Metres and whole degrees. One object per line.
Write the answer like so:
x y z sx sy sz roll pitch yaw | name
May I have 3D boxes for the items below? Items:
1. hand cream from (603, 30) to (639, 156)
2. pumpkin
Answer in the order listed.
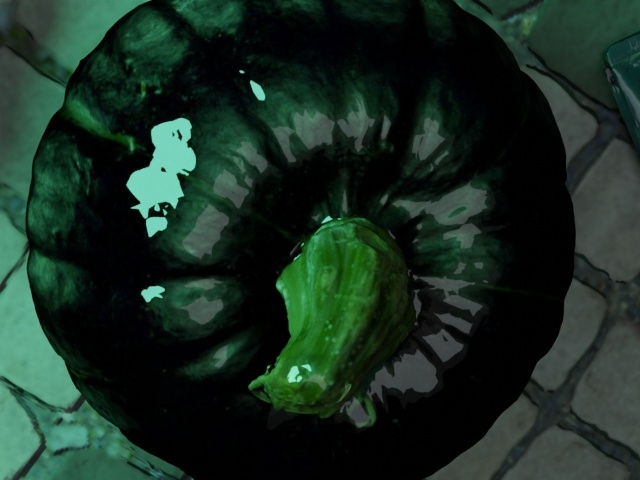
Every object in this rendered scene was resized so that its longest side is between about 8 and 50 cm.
0.246 -0.031 1.036 0.083 0.048 0.224 -25 105 -5 | hand cream
0.000 0.000 0.851 0.296 0.296 0.295 -4 106 -14 | pumpkin
